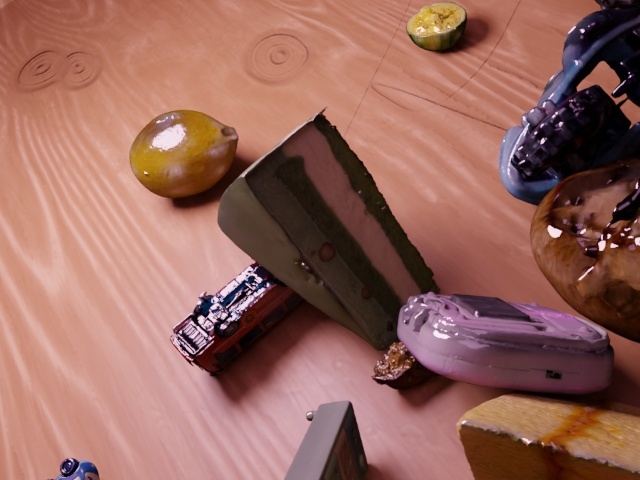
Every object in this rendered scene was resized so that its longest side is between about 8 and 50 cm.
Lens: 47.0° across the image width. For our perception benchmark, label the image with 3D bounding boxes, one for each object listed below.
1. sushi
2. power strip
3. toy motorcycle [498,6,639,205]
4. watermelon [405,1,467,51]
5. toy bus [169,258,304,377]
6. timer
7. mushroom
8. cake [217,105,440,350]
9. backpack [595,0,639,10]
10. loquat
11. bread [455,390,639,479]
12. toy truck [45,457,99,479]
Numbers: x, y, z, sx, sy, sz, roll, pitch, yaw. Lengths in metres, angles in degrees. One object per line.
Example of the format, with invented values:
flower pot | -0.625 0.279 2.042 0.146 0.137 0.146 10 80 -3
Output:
sushi | 0.113 0.131 0.868 0.061 0.060 0.118 22 61 44
power strip | 0.007 0.271 0.735 0.061 0.145 0.215 -13 10 16
toy motorcycle | 0.368 -0.174 0.927 0.416 0.232 0.172 -35 77 -22
watermelon | 0.202 -0.362 1.270 0.105 0.062 0.106 -10 43 10
toy bus | -0.089 0.084 0.989 0.235 0.096 0.073 -41 51 -12
timer | 0.184 0.100 0.755 0.190 0.069 0.208 6 6 -8
mushroom | 0.346 0.008 0.732 0.263 0.283 0.195 30 112 38
cake | 0.004 0.004 0.953 0.158 0.284 0.172 -43 12 -27
backpack | 0.576 -0.452 1.028 0.363 0.255 0.446 -32 30 -4
loquat | -0.229 -0.149 1.245 0.195 0.152 0.152 -19 44 23
bread | 0.232 0.163 0.633 0.167 0.264 0.163 11 58 28
toy truck | -0.298 0.323 0.917 0.090 0.056 0.073 36 77 30
